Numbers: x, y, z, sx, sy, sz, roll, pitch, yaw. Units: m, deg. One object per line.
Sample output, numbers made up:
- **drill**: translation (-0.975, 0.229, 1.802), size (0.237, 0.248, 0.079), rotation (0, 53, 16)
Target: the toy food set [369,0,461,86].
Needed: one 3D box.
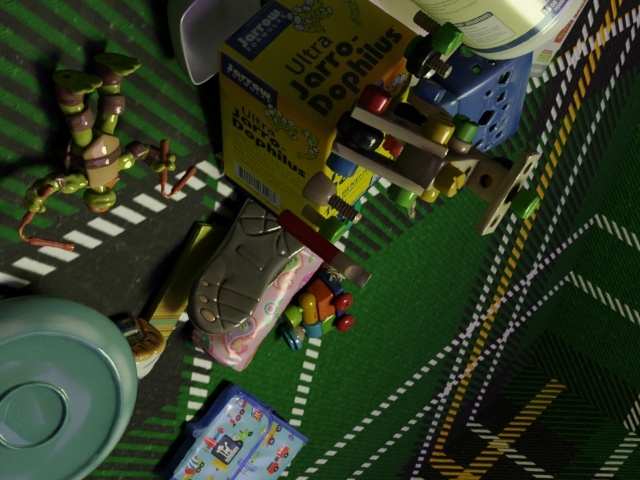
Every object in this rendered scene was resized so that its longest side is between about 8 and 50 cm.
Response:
- **toy food set**: translation (0.165, -0.421, 1.659), size (0.306, 0.092, 0.220), rotation (-49, 126, -5)

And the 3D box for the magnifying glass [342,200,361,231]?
- **magnifying glass**: translation (0.000, 0.000, 2.054), size (0.231, 0.026, 0.092), rotation (-50, 157, -16)

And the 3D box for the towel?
- **towel**: translation (-0.232, 0.076, 1.717), size (0.237, 0.021, 0.102), rotation (-60, 162, 8)

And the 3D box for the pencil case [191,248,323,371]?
- **pencil case**: translation (-0.107, 0.093, 1.857), size (0.284, 0.124, 0.124), rotation (-54, 157, -5)

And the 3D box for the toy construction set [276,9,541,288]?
- **toy construction set**: translation (0.132, -0.068, 1.318), size (0.309, 0.237, 0.257), rotation (-50, 167, -2)

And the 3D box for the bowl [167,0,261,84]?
- **bowl**: translation (-0.142, -0.290, 1.357), size (0.142, 0.053, 0.142), rotation (-44, 155, -23)

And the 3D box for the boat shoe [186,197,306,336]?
- **boat shoe**: translation (-0.108, 0.011, 1.739), size (0.355, 0.132, 0.130), rotation (-49, -174, -26)

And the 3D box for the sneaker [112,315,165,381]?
- **sneaker**: translation (-0.352, 0.213, 1.553), size (0.296, 0.112, 0.131), rotation (-13, 139, -53)

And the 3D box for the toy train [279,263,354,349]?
- **toy train**: translation (-0.020, 0.119, 2.092), size (0.143, 0.105, 0.248), rotation (-33, 151, -16)

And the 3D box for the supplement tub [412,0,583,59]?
- **supplement tub**: translation (0.202, -0.427, 1.476), size (0.325, 0.235, 0.235), rotation (29, 96, -36)

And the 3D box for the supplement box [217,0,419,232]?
- **supplement box**: translation (-0.009, -0.179, 1.499), size (0.194, 0.195, 0.356), rotation (-48, 166, -21)

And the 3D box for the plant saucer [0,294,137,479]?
- **plant saucer**: translation (-0.387, 0.224, 1.392), size (0.318, 0.044, 0.317), rotation (-13, 118, -26)

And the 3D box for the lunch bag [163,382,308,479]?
- **lunch bag**: translation (-0.192, 0.416, 2.145), size (0.221, 0.138, 0.293), rotation (-52, 144, -6)

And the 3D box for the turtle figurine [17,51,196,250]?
- **turtle figurine**: translation (-0.267, -0.119, 1.303), size (0.270, 0.087, 0.217), rotation (-23, 134, -37)

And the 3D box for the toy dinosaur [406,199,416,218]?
- **toy dinosaur**: translation (0.207, -0.160, 2.188), size (0.118, 0.064, 0.268), rotation (-43, 157, -61)

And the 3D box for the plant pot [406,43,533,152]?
- **plant pot**: translation (0.203, -0.267, 1.835), size (0.212, 0.236, 0.236), rotation (-38, 152, -22)

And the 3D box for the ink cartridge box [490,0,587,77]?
- **ink cartridge box**: translation (0.400, -0.468, 2.059), size (0.309, 0.130, 0.271), rotation (-9, 131, -59)
